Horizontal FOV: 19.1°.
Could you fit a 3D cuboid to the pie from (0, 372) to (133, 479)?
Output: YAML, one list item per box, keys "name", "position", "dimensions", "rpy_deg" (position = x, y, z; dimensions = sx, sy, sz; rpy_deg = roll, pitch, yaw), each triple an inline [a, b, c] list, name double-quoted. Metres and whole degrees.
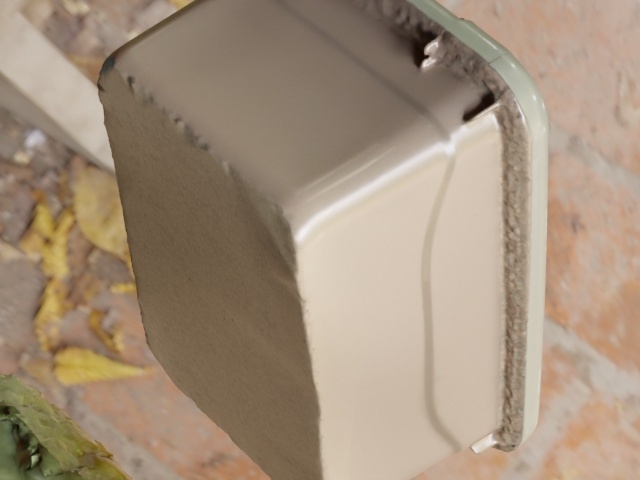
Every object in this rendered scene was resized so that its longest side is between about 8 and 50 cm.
- name: "pie"
  position: [-0.082, 0.272, 1.104]
  dimensions: [0.395, 0.418, 0.180]
  rpy_deg: [29, 61, 38]

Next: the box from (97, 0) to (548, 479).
- name: "box"
  position: [0.000, 0.000, 0.423]
  dimensions: [0.062, 0.122, 0.089]
  rpy_deg: [-32, 52, -22]
